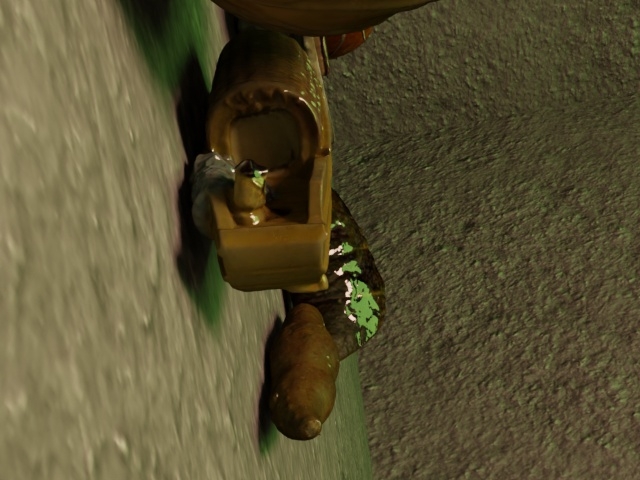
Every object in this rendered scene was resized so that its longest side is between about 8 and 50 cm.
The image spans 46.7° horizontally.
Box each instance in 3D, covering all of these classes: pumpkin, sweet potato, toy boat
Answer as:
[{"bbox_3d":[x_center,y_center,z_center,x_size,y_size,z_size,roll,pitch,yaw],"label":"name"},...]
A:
[{"bbox_3d":[0.004,0.001,0.857,0.278,0.111,0.163,-92,167,-58],"label":"pumpkin"},{"bbox_3d":[-0.014,0.104,0.646,0.274,0.067,0.067,-89,168,-76],"label":"sweet potato"},{"bbox_3d":[-0.037,-0.075,0.517,0.310,0.089,0.115,-93,-179,-62],"label":"toy boat"}]

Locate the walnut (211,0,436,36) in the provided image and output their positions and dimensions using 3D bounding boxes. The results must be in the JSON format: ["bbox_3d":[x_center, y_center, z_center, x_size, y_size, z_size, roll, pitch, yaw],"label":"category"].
[{"bbox_3d":[0.032,-0.262,0.409,0.252,0.313,0.277,62,-1,37],"label":"walnut"}]

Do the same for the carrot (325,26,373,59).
[{"bbox_3d":[0.000,-0.403,1.190,0.331,0.193,0.214,94,9,-85],"label":"carrot"}]

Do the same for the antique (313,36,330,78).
[{"bbox_3d":[-0.056,-0.362,0.969,0.087,0.093,0.310,-88,167,-73],"label":"antique"}]

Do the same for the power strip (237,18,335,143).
[{"bbox_3d":[-0.057,-0.218,0.821,0.213,0.065,0.198,-116,-172,-48],"label":"power strip"}]
